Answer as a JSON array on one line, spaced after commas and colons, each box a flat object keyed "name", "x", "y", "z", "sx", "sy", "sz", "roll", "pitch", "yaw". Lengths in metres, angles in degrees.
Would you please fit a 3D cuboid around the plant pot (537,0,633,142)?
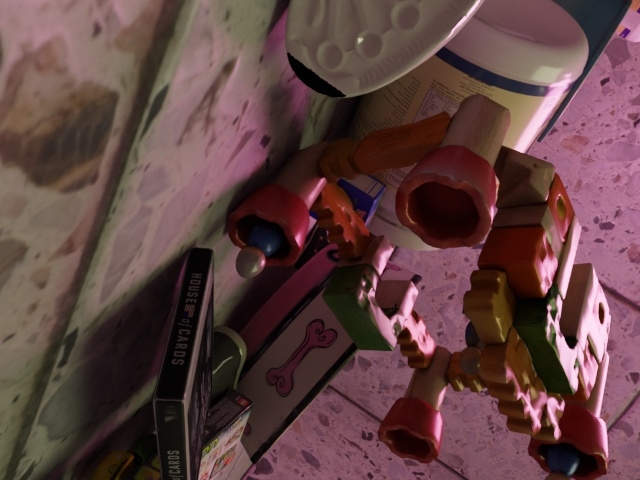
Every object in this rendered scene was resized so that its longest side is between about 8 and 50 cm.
[{"name": "plant pot", "x": 0.357, "y": -0.355, "z": 1.132, "sx": 0.272, "sy": 0.255, "sz": 0.272, "roll": -56, "pitch": 170, "yaw": -15}]

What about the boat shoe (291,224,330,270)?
[{"name": "boat shoe", "x": 0.000, "y": 0.000, "z": 1.115, "sx": 0.133, "sy": 0.042, "sz": 0.049, "roll": -59, "pitch": 169, "yaw": -1}]

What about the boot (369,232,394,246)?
[{"name": "boot", "x": 0.140, "y": -0.034, "z": 1.538, "sx": 0.264, "sy": 0.096, "sz": 0.280, "roll": -61, "pitch": 169, "yaw": 21}]

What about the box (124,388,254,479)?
[{"name": "box", "x": -0.165, "y": 0.279, "z": 0.780, "sx": 0.207, "sy": 0.036, "sz": 0.114, "roll": -29, "pitch": 144, "yaw": -59}]

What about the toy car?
[{"name": "toy car", "x": -0.246, "y": 0.313, "z": 0.809, "sx": 0.239, "sy": 0.053, "sz": 0.225, "roll": -68, "pitch": 171, "yaw": 21}]

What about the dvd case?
[{"name": "dvd case", "x": -0.131, "y": 0.154, "z": 0.631, "sx": 0.179, "sy": 0.029, "sz": 0.239, "roll": -90, "pitch": -174, "yaw": -49}]

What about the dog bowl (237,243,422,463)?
[{"name": "dog bowl", "x": -0.019, "y": 0.167, "z": 1.063, "sx": 0.408, "sy": 0.150, "sz": 0.408, "roll": -46, "pitch": 170, "yaw": -10}]

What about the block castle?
[{"name": "block castle", "x": 0.131, "y": 0.093, "z": 0.714, "sx": 0.302, "sy": 0.453, "sz": 0.213, "roll": -8, "pitch": -143, "yaw": 38}]

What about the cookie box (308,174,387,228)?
[{"name": "cookie box", "x": 0.022, "y": -0.059, "z": 0.833, "sx": 0.040, "sy": 0.107, "sz": 0.092, "roll": -50, "pitch": 168, "yaw": -39}]

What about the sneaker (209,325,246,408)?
[{"name": "sneaker", "x": -0.175, "y": 0.226, "z": 0.872, "sx": 0.118, "sy": 0.083, "sz": 0.222, "roll": -39, "pitch": 150, "yaw": -49}]

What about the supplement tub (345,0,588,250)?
[{"name": "supplement tub", "x": 0.169, "y": -0.167, "z": 0.847, "sx": 0.235, "sy": 0.235, "sz": 0.325, "roll": -47, "pitch": 166, "yaw": -46}]

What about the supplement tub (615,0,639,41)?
[{"name": "supplement tub", "x": 0.602, "y": -0.603, "z": 1.348, "sx": 0.241, "sy": 0.331, "sz": 0.241, "roll": -55, "pitch": 170, "yaw": -14}]

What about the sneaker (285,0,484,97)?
[{"name": "sneaker", "x": 0.107, "y": -0.273, "z": 0.538, "sx": 0.323, "sy": 0.130, "sz": 0.236, "roll": -52, "pitch": -177, "yaw": 25}]
